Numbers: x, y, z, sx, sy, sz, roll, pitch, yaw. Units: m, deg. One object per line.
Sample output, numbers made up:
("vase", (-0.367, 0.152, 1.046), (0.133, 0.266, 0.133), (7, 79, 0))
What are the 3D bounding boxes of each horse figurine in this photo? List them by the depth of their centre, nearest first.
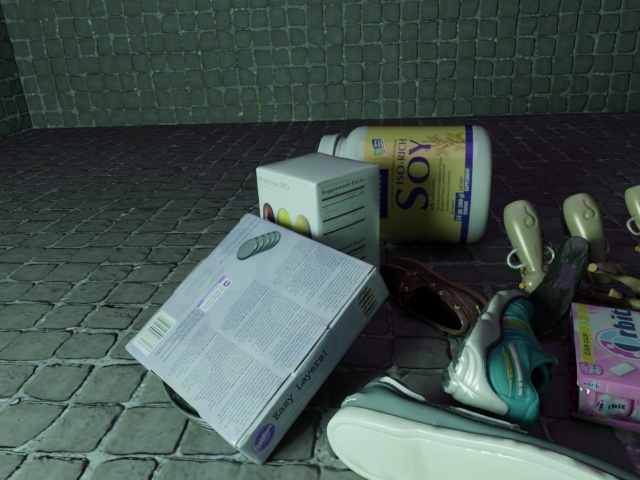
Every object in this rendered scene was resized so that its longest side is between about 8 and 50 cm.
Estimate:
("horse figurine", (0.490, 0.089, 0.724), (0.175, 0.066, 0.263), (23, -8, -26))

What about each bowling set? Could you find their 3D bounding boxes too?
("bowling set", (0.430, 0.016, 0.911), (0.287, 0.154, 0.200), (-8, -14, -5))

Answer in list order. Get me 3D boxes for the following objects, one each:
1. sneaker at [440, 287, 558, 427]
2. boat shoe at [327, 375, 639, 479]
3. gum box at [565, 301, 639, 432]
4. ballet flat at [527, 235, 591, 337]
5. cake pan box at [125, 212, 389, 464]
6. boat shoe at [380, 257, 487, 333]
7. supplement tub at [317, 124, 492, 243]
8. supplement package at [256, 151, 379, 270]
("sneaker", (0.231, 0.143, 0.646), (0.110, 0.107, 0.275), (31, 25, 18))
("boat shoe", (0.163, 0.199, 0.495), (0.320, 0.116, 0.099), (6, 27, 32))
("gum box", (0.366, 0.154, 0.641), (0.107, 0.062, 0.188), (7, 24, 21))
("ballet flat", (0.352, 0.071, 0.771), (0.057, 0.049, 0.173), (27, 78, 34))
("cake pan box", (-0.087, 0.104, 0.656), (0.246, 0.070, 0.267), (20, 62, 41))
("boat shoe", (0.160, 0.083, 0.819), (0.073, 0.073, 0.207), (-19, 27, -37))
("supplement tub", (0.172, -0.117, 1.081), (0.332, 0.241, 0.241), (2, 23, 12))
("supplement package", (0.000, 0.000, 0.816), (0.134, 0.244, 0.139), (-22, 29, -39))
